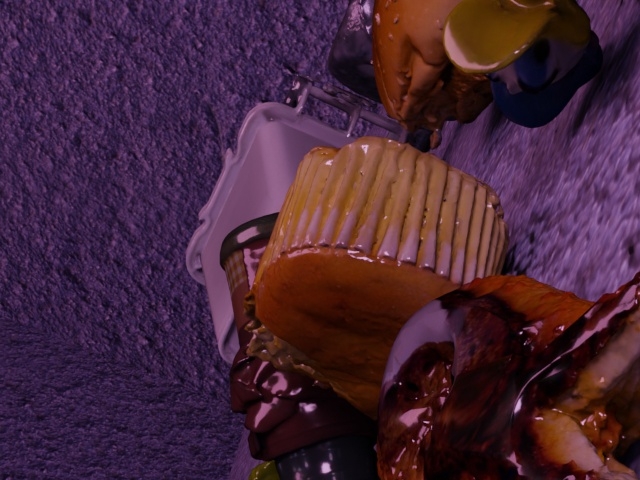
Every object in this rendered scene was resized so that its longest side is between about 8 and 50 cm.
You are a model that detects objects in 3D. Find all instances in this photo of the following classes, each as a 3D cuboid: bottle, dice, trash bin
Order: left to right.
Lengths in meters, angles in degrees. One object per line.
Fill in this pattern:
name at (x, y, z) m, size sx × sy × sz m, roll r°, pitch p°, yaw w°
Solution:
bottle at (-0.008, 0.117, 1.096) m, size 0.143 × 0.156 × 0.271 m, roll -43°, pitch 53°, yaw 56°
trash bin at (0.000, 0.000, 1.381) m, size 0.296 × 0.255 × 0.368 m, roll -63°, pitch 12°, yaw 15°
dice at (0.119, -0.253, 1.418) m, size 0.183 × 0.182 × 0.182 m, roll 137°, pitch 156°, yaw -80°

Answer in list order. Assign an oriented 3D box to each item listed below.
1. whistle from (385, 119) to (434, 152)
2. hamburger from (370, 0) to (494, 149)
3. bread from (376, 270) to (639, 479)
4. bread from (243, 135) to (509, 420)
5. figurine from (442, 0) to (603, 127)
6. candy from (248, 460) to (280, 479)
whistle at (0.128, -0.152, 1.704) m, size 0.312 × 0.062 × 0.062 m, roll 115°, pitch 175°, yaw -52°
hamburger at (0.145, -0.256, 1.182) m, size 0.290 × 0.170 × 0.314 m, roll 101°, pitch -173°, yaw -71°
bread at (0.096, 0.079, 0.560) m, size 0.269 × 0.095 × 0.139 m, roll -15°, pitch 55°, yaw 69°
bread at (0.037, 0.039, 0.920) m, size 0.250 × 0.179 × 0.133 m, roll 114°, pitch 172°, yaw -59°
figurine at (0.179, -0.208, 0.765) m, size 0.284 × 0.204 × 0.338 m, roll -85°, pitch 3°, yaw -54°
candy at (-0.047, 0.305, 1.337) m, size 0.209 × 0.096 × 0.097 m, roll 110°, pitch 179°, yaw -58°
